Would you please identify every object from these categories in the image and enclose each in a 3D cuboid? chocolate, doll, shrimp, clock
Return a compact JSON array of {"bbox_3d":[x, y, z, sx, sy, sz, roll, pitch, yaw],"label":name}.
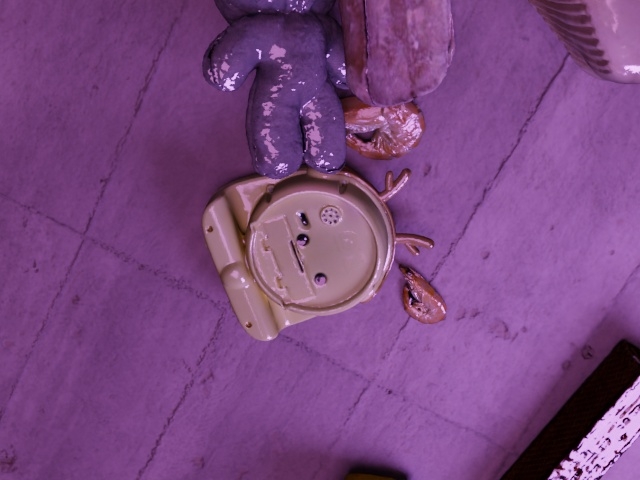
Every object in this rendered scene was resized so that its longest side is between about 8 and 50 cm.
[{"bbox_3d":[0.083,-0.328,1.239,0.100,0.185,0.303,7,112,40],"label":"chocolate"},{"bbox_3d":[-0.060,-0.251,1.268,0.246,0.158,0.340,-15,106,-31],"label":"doll"},{"bbox_3d":[0.143,0.085,1.447,0.108,0.023,0.059,45,116,-10],"label":"shrimp"},{"bbox_3d":[0.000,0.000,1.390,0.308,0.096,0.235,-17,107,11],"label":"clock"},{"bbox_3d":[0.057,-0.161,1.363,0.180,0.041,0.099,2,125,4],"label":"shrimp"}]

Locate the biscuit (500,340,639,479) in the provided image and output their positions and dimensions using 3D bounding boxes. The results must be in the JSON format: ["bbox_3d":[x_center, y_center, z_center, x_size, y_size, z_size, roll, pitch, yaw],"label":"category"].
[{"bbox_3d":[0.376,0.326,1.464,0.073,0.107,0.388,32,110,-9],"label":"biscuit"}]

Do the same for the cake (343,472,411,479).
[{"bbox_3d":[0.076,0.505,1.520,0.156,0.179,0.260,9,110,3],"label":"cake"}]

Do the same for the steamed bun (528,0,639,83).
[{"bbox_3d":[0.334,-0.388,1.142,0.236,0.247,0.383,-36,97,5],"label":"steamed bun"}]
